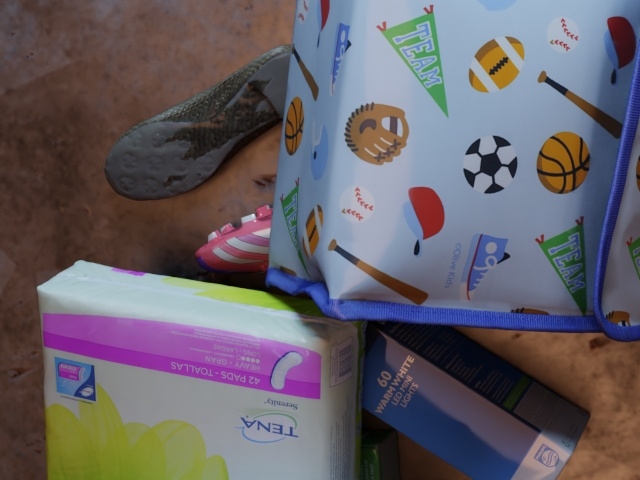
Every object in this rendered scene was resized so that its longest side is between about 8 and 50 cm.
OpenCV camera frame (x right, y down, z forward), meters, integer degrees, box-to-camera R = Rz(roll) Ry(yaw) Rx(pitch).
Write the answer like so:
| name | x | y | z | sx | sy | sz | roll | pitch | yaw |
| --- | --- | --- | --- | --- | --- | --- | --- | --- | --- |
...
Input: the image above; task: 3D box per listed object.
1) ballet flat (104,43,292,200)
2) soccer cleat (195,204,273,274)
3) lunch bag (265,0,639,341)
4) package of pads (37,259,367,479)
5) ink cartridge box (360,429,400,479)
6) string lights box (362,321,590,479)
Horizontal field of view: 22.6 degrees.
| name | x | y | z | sx | sy | sz | roll | pitch | yaw |
| --- | --- | --- | --- | --- | --- | --- | --- | --- | --- |
| ballet flat | -0.103 | -0.117 | 1.552 | 0.250 | 0.058 | 0.084 | -31 | 109 | 21 |
| soccer cleat | 0.000 | 0.000 | 1.522 | 0.248 | 0.083 | 0.095 | -19 | 95 | 13 |
| lunch bag | 0.176 | -0.087 | 1.370 | 0.385 | 0.239 | 0.327 | 6 | 97 | -19 |
| package of pads | -0.108 | 0.157 | 1.439 | 0.296 | 0.101 | 0.229 | 9 | 111 | 21 |
| ink cartridge box | -0.030 | 0.265 | 1.551 | 0.208 | 0.087 | 0.153 | -2 | 95 | 15 |
| string lights box | 0.113 | 0.135 | 1.476 | 0.260 | 0.133 | 0.076 | 32 | 106 | 10 |
